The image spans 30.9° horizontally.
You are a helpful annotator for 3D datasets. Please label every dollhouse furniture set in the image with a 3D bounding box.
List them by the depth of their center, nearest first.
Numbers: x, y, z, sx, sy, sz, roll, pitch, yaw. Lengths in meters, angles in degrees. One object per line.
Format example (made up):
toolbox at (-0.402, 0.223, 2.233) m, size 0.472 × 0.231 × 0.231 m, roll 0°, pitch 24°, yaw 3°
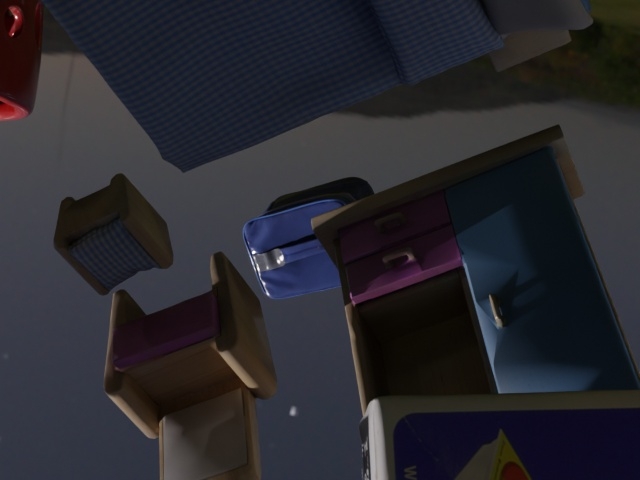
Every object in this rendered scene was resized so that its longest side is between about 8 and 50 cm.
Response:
dollhouse furniture set at (-0.017, -0.012, 0.461) m, size 0.286 × 0.303 × 0.198 m, roll -21°, pitch -135°, yaw 12°

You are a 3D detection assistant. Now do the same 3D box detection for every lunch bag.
lunch bag at (0.000, 0.000, 0.812) m, size 0.098 × 0.067 × 0.065 m, roll -16°, pitch -166°, yaw 26°

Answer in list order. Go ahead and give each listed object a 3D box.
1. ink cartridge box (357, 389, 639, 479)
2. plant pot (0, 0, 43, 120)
ink cartridge box at (0.119, 0.147, 0.335) m, size 0.208 × 0.206 × 0.045 m, roll -1°, pitch 164°, yaw -4°
plant pot at (-0.279, -0.181, 0.773) m, size 0.191 × 0.174 × 0.191 m, roll 6°, pitch 178°, yaw 0°
